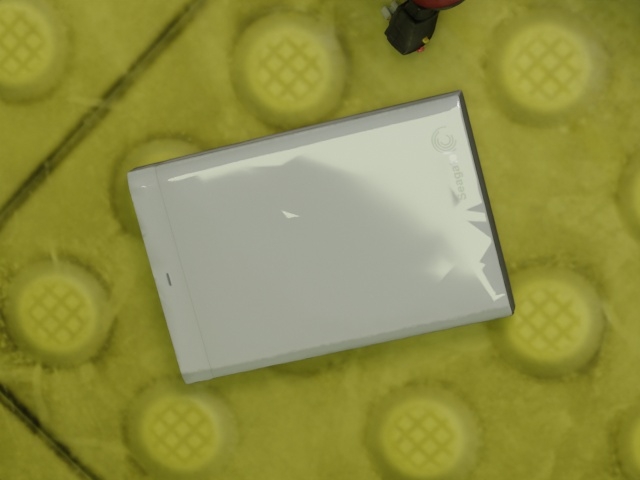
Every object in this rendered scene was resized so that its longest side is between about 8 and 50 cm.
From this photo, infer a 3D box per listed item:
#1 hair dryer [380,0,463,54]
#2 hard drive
[{"bbox_3d":[0.026,-0.258,1.532,0.223,0.293,0.080,33,65,-2],"label":"hair dryer"},{"bbox_3d":[0.000,0.000,1.706,0.307,0.040,0.203,-13,100,13],"label":"hard drive"}]
